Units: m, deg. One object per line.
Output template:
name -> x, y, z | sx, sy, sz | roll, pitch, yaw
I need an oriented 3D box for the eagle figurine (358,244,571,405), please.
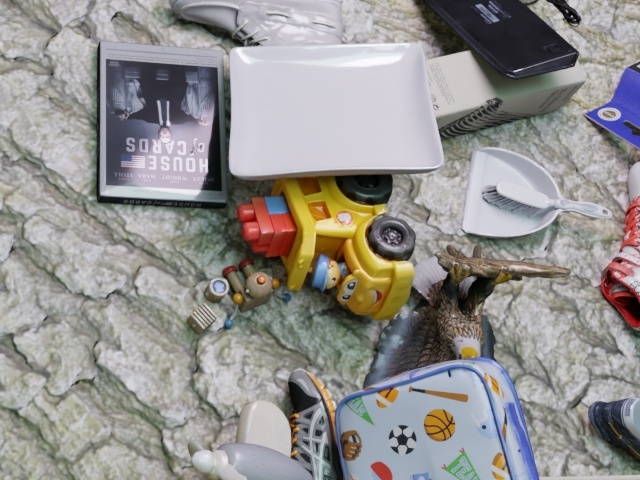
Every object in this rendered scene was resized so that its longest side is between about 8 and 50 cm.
eagle figurine -> 0.184, 0.162, 1.725 | 0.226, 0.225, 0.298 | 15, 102, 28

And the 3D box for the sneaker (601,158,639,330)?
sneaker -> 0.479, 0.006, 1.908 | 0.145, 0.090, 0.270 | -11, 71, -17

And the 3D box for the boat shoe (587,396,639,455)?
boat shoe -> 0.459, 0.279, 1.815 | 0.183, 0.083, 0.065 | 44, 60, -28

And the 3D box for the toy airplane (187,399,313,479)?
toy airplane -> -0.093, 0.428, 1.462 | 0.384, 0.272, 0.386 | -34, 82, -26

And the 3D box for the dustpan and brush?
dustpan and brush -> 0.325, -0.057, 1.900 | 0.211, 0.060, 0.147 | 16, 66, -11

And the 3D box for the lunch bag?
lunch bag -> 0.159, 0.304, 1.568 | 0.243, 0.115, 0.303 | -18, 82, 22

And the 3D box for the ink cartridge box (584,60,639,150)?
ink cartridge box -> 0.613, -0.248, 2.022 | 0.371, 0.069, 0.176 | -28, 46, -23

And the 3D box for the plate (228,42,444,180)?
plate -> 0.015, -0.170, 1.738 | 0.278, 0.045, 0.277 | -2, 44, -2

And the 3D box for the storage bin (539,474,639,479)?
storage bin -> 0.338, 0.448, 1.673 | 0.262, 0.123, 0.260 | 2, 69, -17

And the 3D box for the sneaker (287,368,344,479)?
sneaker -> -0.011, 0.271, 1.658 | 0.083, 0.084, 0.214 | -13, 72, -12

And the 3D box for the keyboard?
keyboard -> 0.285, -0.341, 1.927 | 0.202, 0.033, 0.317 | -18, 43, -16

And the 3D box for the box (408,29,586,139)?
box -> 0.248, -0.228, 1.916 | 0.275, 0.113, 0.094 | -15, 75, -21

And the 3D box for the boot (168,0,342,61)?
boot -> -0.088, -0.306, 1.850 | 0.258, 0.095, 0.123 | -1, 74, -15

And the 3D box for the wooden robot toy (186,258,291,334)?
wooden robot toy -> -0.099, 0.060, 1.711 | 0.173, 0.079, 0.076 | -23, 78, -24

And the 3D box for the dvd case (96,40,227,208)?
dvd case -> -0.221, -0.162, 1.787 | 0.179, 0.029, 0.238 | 2, 68, -16

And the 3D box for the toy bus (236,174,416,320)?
toy bus -> 0.000, 0.000, 1.705 | 0.212, 0.149, 0.220 | -7, 57, -23
